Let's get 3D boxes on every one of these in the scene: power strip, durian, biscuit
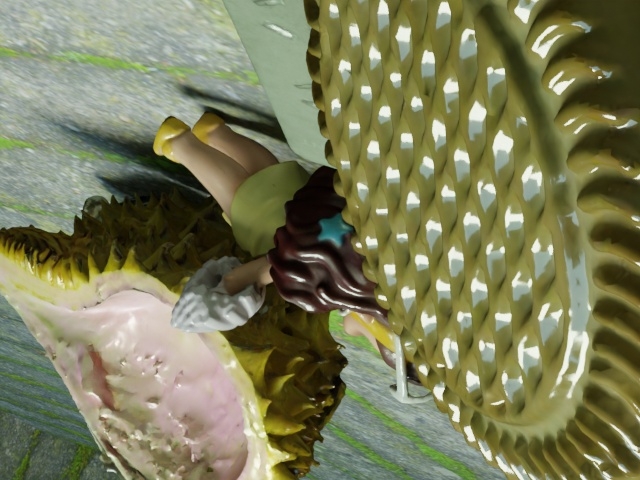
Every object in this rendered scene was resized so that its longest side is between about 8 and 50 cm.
[{"bbox_3d":[0.019,-0.085,0.754,0.093,0.053,0.288,18,163,17],"label":"power strip"},{"bbox_3d":[-0.076,0.053,1.079,0.305,0.195,0.185,45,134,24],"label":"durian"},{"bbox_3d":[0.067,-0.041,0.509,0.079,0.259,0.259,-18,175,-17],"label":"biscuit"}]

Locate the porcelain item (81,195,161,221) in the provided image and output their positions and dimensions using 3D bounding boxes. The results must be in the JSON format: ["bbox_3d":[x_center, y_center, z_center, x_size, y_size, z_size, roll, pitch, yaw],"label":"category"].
[{"bbox_3d":[-0.112,0.050,1.284,0.186,0.138,0.288,5,160,-2],"label":"porcelain item"}]

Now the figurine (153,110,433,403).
[{"bbox_3d":[0.002,0.000,0.925,0.240,0.116,0.175,25,-152,28],"label":"figurine"}]
